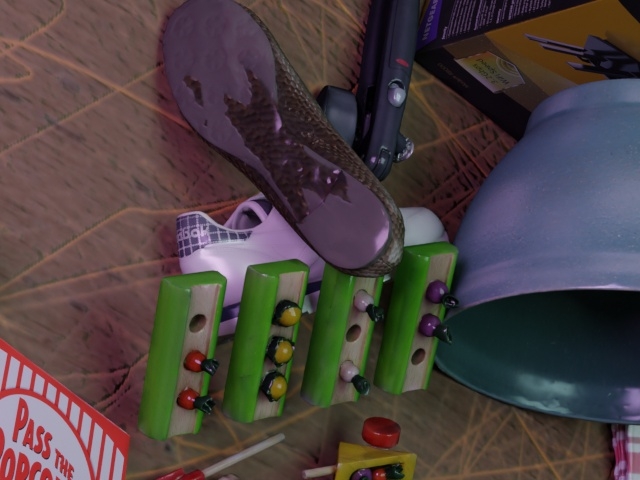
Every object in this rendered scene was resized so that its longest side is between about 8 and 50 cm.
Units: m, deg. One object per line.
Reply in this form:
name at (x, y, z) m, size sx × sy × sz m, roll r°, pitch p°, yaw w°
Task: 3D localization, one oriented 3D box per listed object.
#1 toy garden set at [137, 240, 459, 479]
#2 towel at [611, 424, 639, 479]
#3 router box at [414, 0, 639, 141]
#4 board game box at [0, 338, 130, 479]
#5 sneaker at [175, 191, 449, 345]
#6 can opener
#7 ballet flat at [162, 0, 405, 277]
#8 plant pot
toy garden set at (-0.009, 0.112, 1.273) m, size 0.244 × 0.049 × 0.203 m, roll -7°, pitch 118°, yaw -39°
towel at (0.297, 0.220, 1.614) m, size 0.144 × 0.029 × 0.197 m, roll 10°, pitch 78°, yaw -42°
router box at (0.264, -0.123, 1.499) m, size 0.309 × 0.243 × 0.081 m, roll 34°, pitch 60°, yaw -33°
board game box at (-0.184, 0.162, 1.108) m, size 0.147 × 0.045 × 0.193 m, roll 42°, pitch 34°, yaw -35°
sneaker at (0.000, 0.000, 1.341) m, size 0.235 × 0.090 × 0.095 m, roll -18°, pitch 85°, yaw -45°
can opener at (0.046, -0.124, 1.420) m, size 0.073 × 0.059 × 0.186 m, roll 34°, pitch 61°, yaw -33°
ballet flat at (-0.023, -0.070, 1.277) m, size 0.250 × 0.084 × 0.058 m, roll 50°, pitch 12°, yaw 26°
plant pot at (0.234, 0.001, 1.419) m, size 0.293 × 0.293 × 0.196 m, roll 25°, pitch 62°, yaw -38°
